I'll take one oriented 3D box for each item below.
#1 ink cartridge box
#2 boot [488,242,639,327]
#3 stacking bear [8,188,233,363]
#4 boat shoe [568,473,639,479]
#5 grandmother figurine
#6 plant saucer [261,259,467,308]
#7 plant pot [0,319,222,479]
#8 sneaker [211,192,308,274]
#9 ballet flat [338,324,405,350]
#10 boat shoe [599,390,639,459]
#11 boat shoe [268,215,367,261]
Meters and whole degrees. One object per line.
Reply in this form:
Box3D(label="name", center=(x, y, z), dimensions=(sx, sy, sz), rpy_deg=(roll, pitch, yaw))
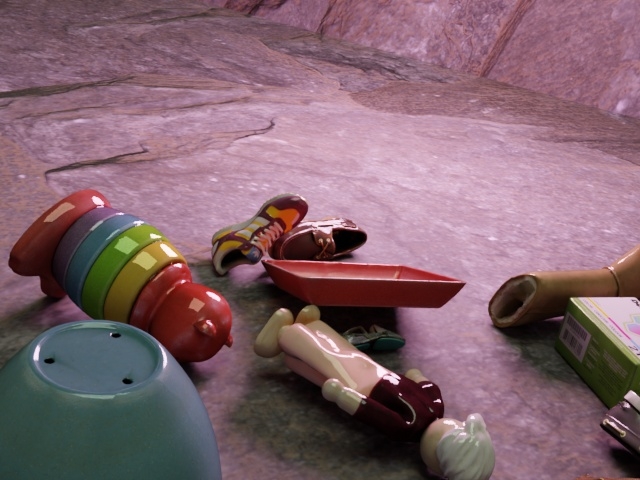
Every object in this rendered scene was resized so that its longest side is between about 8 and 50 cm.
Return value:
Box3D(label="ink cartridge box", center=(0.528, 0.174, 1.371), dimensions=(0.255, 0.097, 0.189), rpy_deg=(1, 28, -19))
Box3D(label="boot", center=(0.444, 0.066, 1.438), dimensions=(0.269, 0.236, 0.089), rpy_deg=(-1, 52, -29))
Box3D(label="stacking bear", center=(-0.250, 0.067, 1.214), dimensions=(0.289, 0.164, 0.175), rpy_deg=(33, -13, 17))
Box3D(label="boat shoe", center=(0.327, 0.307, 1.057), dimensions=(0.178, 0.064, 0.060), rpy_deg=(-2, 31, -20))
Box3D(label="grandmother figurine", center=(0.082, 0.203, 1.142), dimensions=(0.342, 0.104, 0.208), rpy_deg=(33, 29, 33))
Box3D(label="plant saucer", center=(0.057, 0.068, 1.372), dimensions=(0.258, 0.048, 0.259), rpy_deg=(2, 3, -17))
Box3D(label="plant pot", center=(-0.234, 0.199, 0.906), dimensions=(0.290, 0.195, 0.290), rpy_deg=(9, 26, -5))
Box3D(label="sneaker", center=(-0.096, -0.005, 1.442), dimensions=(0.069, 0.185, 0.084), rpy_deg=(46, 22, -37))
Box3D(label="ballet flat", center=(0.073, 0.144, 1.310), dimensions=(0.114, 0.041, 0.041), rpy_deg=(-3, 29, -25))
Box3D(label="boat shoe", center=(0.451, 0.294, 1.134), dimensions=(0.081, 0.069, 0.228), rpy_deg=(43, 9, -38))
Box3D(label="boat shoe", center=(0.000, 0.000, 1.542), dimensions=(0.073, 0.073, 0.207), rpy_deg=(26, 30, 35))
